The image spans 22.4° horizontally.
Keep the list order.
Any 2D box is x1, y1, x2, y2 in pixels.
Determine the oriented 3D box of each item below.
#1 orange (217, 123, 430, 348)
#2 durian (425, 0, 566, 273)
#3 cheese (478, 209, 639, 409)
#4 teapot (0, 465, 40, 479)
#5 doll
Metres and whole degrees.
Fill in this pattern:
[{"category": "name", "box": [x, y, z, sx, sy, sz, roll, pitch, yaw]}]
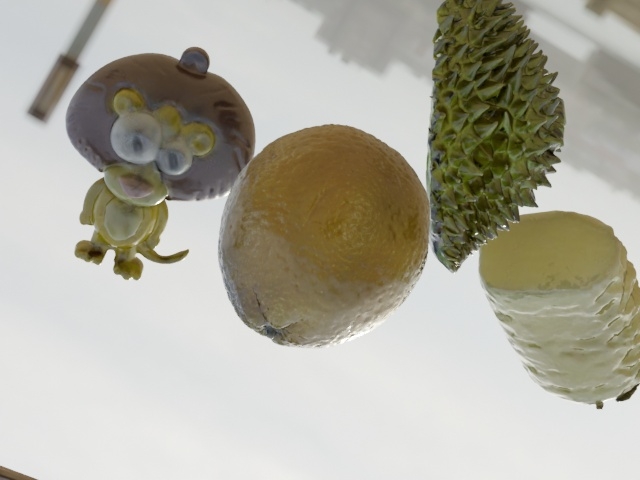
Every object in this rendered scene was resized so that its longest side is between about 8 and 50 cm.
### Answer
[{"category": "orange", "box": [0.000, 0.000, 0.657, 0.085, 0.095, 0.085, 28, 159, 12]}, {"category": "durian", "box": [0.119, -0.094, 1.094, 0.095, 0.137, 0.221, 1, -128, 3]}, {"category": "cheese", "box": [0.202, 0.057, 1.312, 0.123, 0.094, 0.167, 7, 149, 28]}, {"category": "teapot", "box": [-0.303, 0.345, 1.649, 0.344, 0.253, 0.300, 21, -156, 0]}, {"category": "doll", "box": [-0.123, -0.057, 1.247, 0.145, 0.188, 0.096, 1, -163, 3]}]
